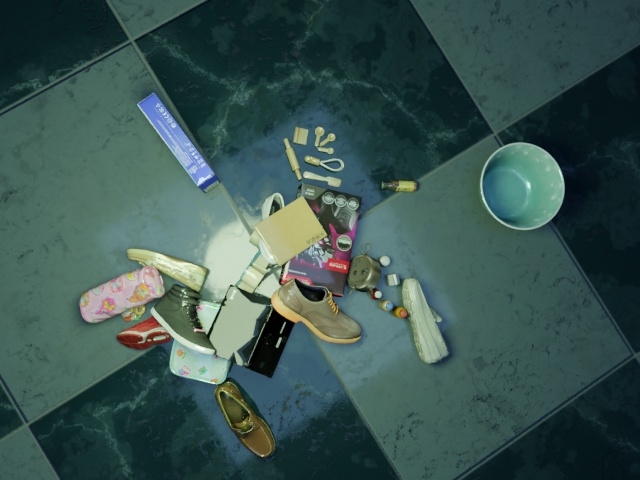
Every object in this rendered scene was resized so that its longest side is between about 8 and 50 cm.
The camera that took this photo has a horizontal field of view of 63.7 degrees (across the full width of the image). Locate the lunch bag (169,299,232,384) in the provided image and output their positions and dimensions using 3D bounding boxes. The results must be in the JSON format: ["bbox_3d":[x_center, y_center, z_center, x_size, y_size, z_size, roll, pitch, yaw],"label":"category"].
[{"bbox_3d":[-0.401,0.342,1.795,0.223,0.108,0.280,12,84,0],"label":"lunch bag"}]

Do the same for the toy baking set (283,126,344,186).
[{"bbox_3d":[-0.021,-0.309,1.912,0.196,0.030,0.257,-16,87,-6],"label":"toy baking set"}]

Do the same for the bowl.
[{"bbox_3d":[0.708,-0.188,1.894,0.311,0.163,0.312,0,86,-4],"label":"bowl"}]

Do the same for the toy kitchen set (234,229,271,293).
[{"bbox_3d":[-0.248,0.089,1.851,0.122,0.166,0.207,35,47,-2],"label":"toy kitchen set"}]

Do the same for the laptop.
[{"bbox_3d":[-0.236,0.317,1.777,0.136,0.264,0.235,14,73,34],"label":"laptop"}]

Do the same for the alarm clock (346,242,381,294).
[{"bbox_3d":[0.153,0.097,1.849,0.064,0.129,0.192,29,64,-41],"label":"alarm clock"}]

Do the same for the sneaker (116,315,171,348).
[{"bbox_3d":[-0.598,0.303,1.809,0.221,0.128,0.087,-7,130,17],"label":"sneaker"}]

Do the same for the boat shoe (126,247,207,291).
[{"bbox_3d":[-0.545,0.097,1.804,0.284,0.104,0.090,17,82,-4],"label":"boat shoe"}]

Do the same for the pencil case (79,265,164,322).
[{"bbox_3d":[-0.672,0.184,1.745,0.283,0.124,0.124,-23,88,14],"label":"pencil case"}]

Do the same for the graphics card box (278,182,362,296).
[{"bbox_3d":[0.000,0.000,1.849,0.232,0.094,0.372,13,83,-10],"label":"graphics card box"}]

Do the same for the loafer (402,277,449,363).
[{"bbox_3d":[0.380,0.283,1.866,0.111,0.112,0.320,-17,95,-11],"label":"loafer"}]

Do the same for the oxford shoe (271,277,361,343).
[{"bbox_3d":[0.015,0.245,1.775,0.363,0.130,0.133,28,120,-25],"label":"oxford shoe"}]

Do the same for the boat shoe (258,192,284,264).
[{"bbox_3d":[-0.164,-0.047,1.811,0.095,0.084,0.258,4,64,-26],"label":"boat shoe"}]

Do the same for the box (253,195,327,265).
[{"bbox_3d":[-0.101,-0.034,1.770,0.201,0.021,0.165,-33,93,-12],"label":"box"}]

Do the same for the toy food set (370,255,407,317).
[{"bbox_3d":[0.239,0.171,1.859,0.111,0.104,0.233,-11,87,-5],"label":"toy food set"}]

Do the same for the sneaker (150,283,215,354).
[{"bbox_3d":[-0.422,0.244,1.671,0.295,0.104,0.147,32,88,31],"label":"sneaker"}]

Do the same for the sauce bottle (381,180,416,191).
[{"bbox_3d":[0.293,-0.204,1.925,0.128,0.042,0.042,2,86,-2],"label":"sauce bottle"}]

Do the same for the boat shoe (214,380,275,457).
[{"bbox_3d":[-0.269,0.633,1.785,0.110,0.104,0.307,-39,90,-6],"label":"boat shoe"}]

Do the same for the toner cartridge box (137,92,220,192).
[{"bbox_3d":[-0.491,-0.335,1.811,0.075,0.165,0.348,-37,89,-6],"label":"toner cartridge box"}]

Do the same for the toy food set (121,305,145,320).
[{"bbox_3d":[-0.668,0.244,1.825,0.082,0.020,0.083,-45,91,-6],"label":"toy food set"}]
